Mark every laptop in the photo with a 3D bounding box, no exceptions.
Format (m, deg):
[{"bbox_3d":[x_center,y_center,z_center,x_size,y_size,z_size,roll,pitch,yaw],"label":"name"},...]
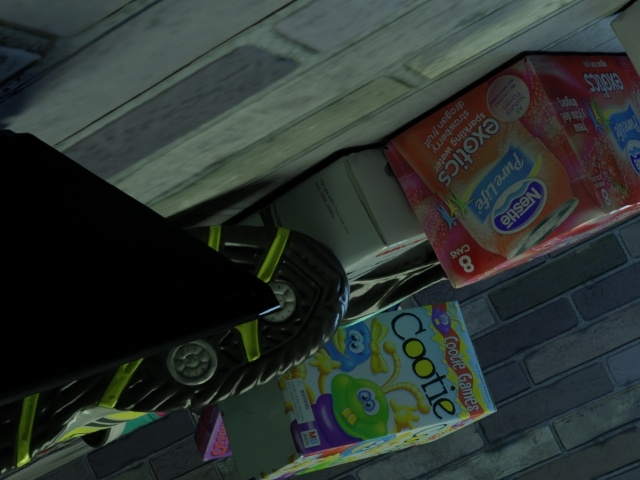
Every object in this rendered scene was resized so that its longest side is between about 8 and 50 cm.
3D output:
[{"bbox_3d":[-0.197,0.038,0.429,0.264,0.136,0.234,-30,171,32],"label":"laptop"}]

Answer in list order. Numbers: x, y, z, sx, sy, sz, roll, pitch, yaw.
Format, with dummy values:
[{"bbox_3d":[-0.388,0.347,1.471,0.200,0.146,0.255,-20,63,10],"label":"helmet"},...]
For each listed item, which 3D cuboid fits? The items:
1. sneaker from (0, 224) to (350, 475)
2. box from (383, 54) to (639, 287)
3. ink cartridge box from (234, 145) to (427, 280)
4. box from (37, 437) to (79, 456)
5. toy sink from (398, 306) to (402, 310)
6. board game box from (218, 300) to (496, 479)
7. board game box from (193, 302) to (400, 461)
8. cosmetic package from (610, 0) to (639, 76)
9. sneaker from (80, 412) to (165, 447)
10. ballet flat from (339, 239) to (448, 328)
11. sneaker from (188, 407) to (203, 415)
[{"bbox_3d":[-0.164,0.077,0.928,0.385,0.145,0.147,-18,-176,3],"label":"sneaker"},{"bbox_3d":[0.209,-0.070,1.021,0.154,0.142,0.300,-29,172,31],"label":"box"},{"bbox_3d":[0.000,0.000,1.013,0.208,0.086,0.153,-31,173,33],"label":"ink cartridge box"},{"bbox_3d":[-0.496,0.314,1.600,0.307,0.076,0.242,-29,172,23],"label":"box"},{"bbox_3d":[-0.001,0.145,1.705,0.131,0.152,0.234,-17,164,-47],"label":"toy sink"},{"bbox_3d":[0.039,0.174,1.302,0.275,0.142,0.144,-7,160,-34],"label":"board game box"},{"bbox_3d":[-0.028,0.148,1.434,0.208,0.056,0.346,-10,141,-30],"label":"board game box"},{"bbox_3d":[0.325,-0.200,0.813,0.099,0.060,0.239,-21,171,-28],"label":"cosmetic package"},{"bbox_3d":[-0.142,0.103,1.142,0.178,0.123,0.295,-28,169,-36],"label":"sneaker"},{"bbox_3d":[0.115,0.006,1.216,0.281,0.096,0.095,-23,-149,-9],"label":"ballet flat"},{"bbox_3d":[-0.077,0.139,1.537,0.210,0.137,0.366,-15,165,-48],"label":"sneaker"}]
